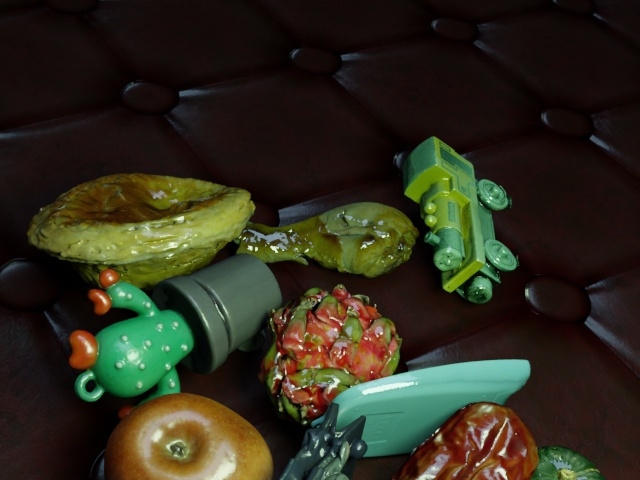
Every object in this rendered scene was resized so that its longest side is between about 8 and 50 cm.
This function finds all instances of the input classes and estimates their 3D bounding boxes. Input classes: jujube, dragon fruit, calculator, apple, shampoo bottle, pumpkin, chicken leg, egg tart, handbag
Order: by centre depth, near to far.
[{"bbox_3d":[-0.026,0.424,1.533,0.118,0.269,0.326,23,44,10],"label":"handbag"},{"bbox_3d":[0.227,0.417,1.603,0.216,0.216,0.342,28,63,18],"label":"jujube"},{"bbox_3d":[-0.215,0.369,1.604,0.272,0.206,0.251,35,50,23],"label":"apple"},{"bbox_3d":[0.403,0.438,1.701,0.190,0.146,0.190,-9,29,5],"label":"pumpkin"},{"bbox_3d":[0.166,0.297,1.725,0.386,0.256,0.054,-3,52,-19],"label":"calculator"},{"bbox_3d":[0.011,0.214,1.800,0.231,0.237,0.302,30,37,26],"label":"dragon fruit"},{"bbox_3d":[-0.346,-0.007,1.953,0.443,0.178,0.443,-3,19,1],"label":"egg tart"},{"bbox_3d":[-0.161,0.127,1.987,0.065,0.065,0.204,-5,46,-17],"label":"shampoo bottle"},{"bbox_3d":[0.000,0.000,2.120,0.429,0.153,0.201,-2,30,-3],"label":"chicken leg"}]

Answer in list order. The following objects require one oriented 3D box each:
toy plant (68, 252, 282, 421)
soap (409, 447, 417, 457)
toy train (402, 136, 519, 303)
[{"bbox_3d":[-0.257,0.172,1.762,0.185,0.280,0.400,31,43,34],"label":"toy plant"},{"bbox_3d":[0.226,0.413,1.759,0.149,0.056,0.100,2,40,-10],"label":"soap"},{"bbox_3d":[0.294,-0.032,2.139,0.237,0.150,0.369,30,36,-23],"label":"toy train"}]
